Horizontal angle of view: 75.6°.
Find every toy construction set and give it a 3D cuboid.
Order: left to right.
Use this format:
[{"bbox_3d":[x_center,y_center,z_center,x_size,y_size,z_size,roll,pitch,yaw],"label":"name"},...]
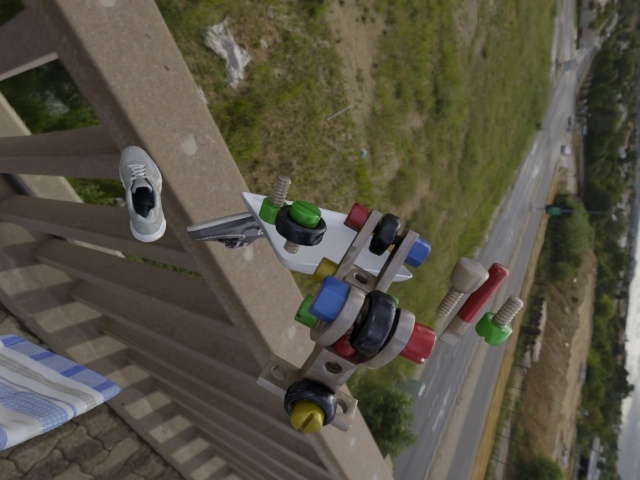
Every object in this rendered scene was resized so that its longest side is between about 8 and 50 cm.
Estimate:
[{"bbox_3d":[0.063,0.109,0.514,0.309,0.257,0.237,12,120,-21],"label":"toy construction set"}]

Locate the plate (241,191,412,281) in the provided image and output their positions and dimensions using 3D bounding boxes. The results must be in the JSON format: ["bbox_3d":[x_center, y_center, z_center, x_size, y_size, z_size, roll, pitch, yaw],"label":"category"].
[{"bbox_3d":[0.000,0.000,0.811,0.278,0.277,0.045,9,113,-31],"label":"plate"}]

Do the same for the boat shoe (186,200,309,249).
[{"bbox_3d":[-0.137,-0.023,0.933,0.335,0.112,0.095,-17,99,-46],"label":"boat shoe"}]

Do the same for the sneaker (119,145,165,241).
[{"bbox_3d":[-0.433,-0.135,1.006,0.099,0.121,0.262,-13,70,-23],"label":"sneaker"}]

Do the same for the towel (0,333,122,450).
[{"bbox_3d":[-0.412,0.182,0.535,0.285,0.209,0.034,90,23,-82],"label":"towel"}]
